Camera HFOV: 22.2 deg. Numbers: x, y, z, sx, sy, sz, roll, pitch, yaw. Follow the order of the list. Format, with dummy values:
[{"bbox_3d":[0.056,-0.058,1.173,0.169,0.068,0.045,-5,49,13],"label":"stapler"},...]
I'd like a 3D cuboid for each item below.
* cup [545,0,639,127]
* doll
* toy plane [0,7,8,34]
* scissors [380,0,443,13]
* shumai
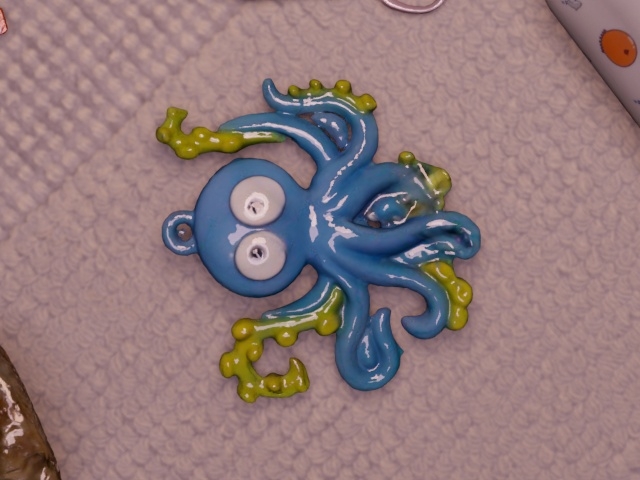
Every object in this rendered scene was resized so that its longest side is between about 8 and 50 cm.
[{"bbox_3d":[0.382,-0.218,1.664,0.212,0.212,0.317,-38,92,0],"label":"cup"},{"bbox_3d":[0.000,0.000,1.721,0.341,0.099,0.346,-2,95,0],"label":"doll"},{"bbox_3d":[-0.427,-0.261,1.720,0.189,0.061,0.130,0,93,3],"label":"toy plane"},{"bbox_3d":[0.017,-0.287,1.743,0.242,0.030,0.118,-10,93,-5],"label":"scissors"},{"bbox_3d":[-0.361,0.205,1.694,0.153,0.161,0.209,-24,111,-4],"label":"shumai"}]
